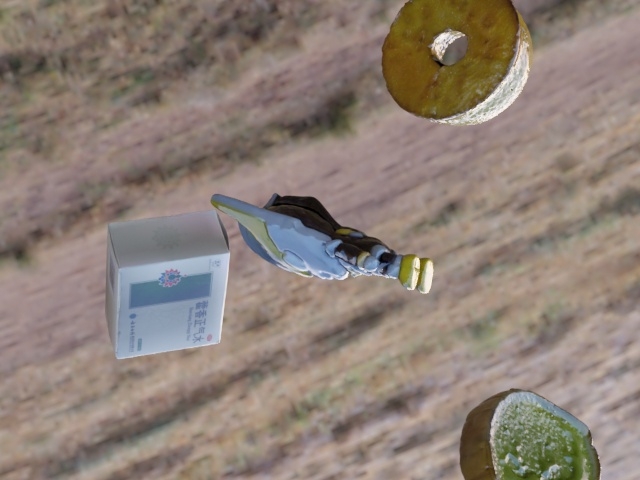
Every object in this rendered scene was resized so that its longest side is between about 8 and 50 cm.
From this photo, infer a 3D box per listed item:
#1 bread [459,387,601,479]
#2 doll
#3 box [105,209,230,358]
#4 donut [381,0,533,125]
[{"bbox_3d":[0.306,0.322,2.177,0.236,0.236,0.070,-6,158,-41],"label":"bread"},{"bbox_3d":[0.002,0.001,2.023,0.145,0.316,0.103,-30,131,-55],"label":"doll"},{"bbox_3d":[-0.226,0.066,2.212,0.168,0.095,0.212,-10,140,-17],"label":"box"},{"bbox_3d":[0.130,-0.170,1.392,0.152,0.152,0.058,-32,147,23],"label":"donut"}]
